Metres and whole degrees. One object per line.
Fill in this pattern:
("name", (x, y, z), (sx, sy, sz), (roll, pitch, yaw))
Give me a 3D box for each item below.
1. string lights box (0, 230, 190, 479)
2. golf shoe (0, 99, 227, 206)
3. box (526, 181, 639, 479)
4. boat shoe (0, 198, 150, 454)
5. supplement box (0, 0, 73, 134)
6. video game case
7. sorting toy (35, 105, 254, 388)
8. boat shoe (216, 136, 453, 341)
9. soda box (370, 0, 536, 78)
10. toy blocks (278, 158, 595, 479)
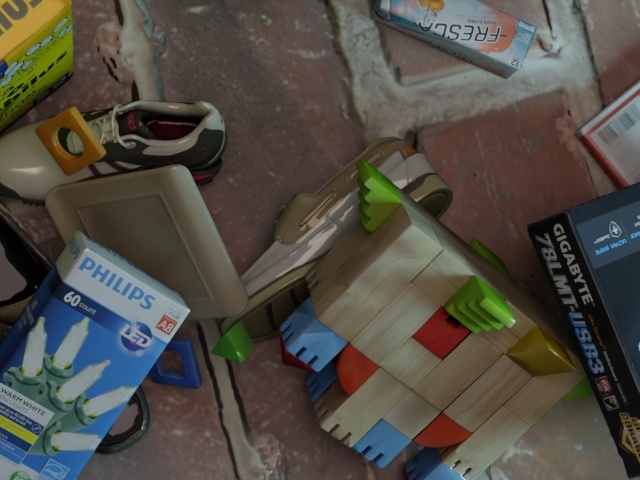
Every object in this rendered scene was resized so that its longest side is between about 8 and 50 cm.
("string lights box", (-0.265, 0.136, 1.762), (0.133, 0.077, 0.259), (33, 95, -20))
("golf shoe", (-0.239, -0.113, 1.873), (0.273, 0.120, 0.105), (-9, 69, -10))
("box", (0.389, 0.078, 1.878), (0.295, 0.073, 0.293), (-18, 84, -43))
("boat shoe", (-0.317, 0.088, 1.841), (0.132, 0.130, 0.355), (-41, 91, -10))
("supplement box", (-0.386, -0.214, 1.749), (0.194, 0.356, 0.195), (-42, 91, -10))
("video game case", (0.467, -0.079, 2.026), (0.204, 0.025, 0.285), (-38, 90, -10))
("sorting toy", (-0.183, 0.003, 1.832), (0.047, 0.196, 0.347), (-48, 121, -48))
("boat shoe", (0.000, 0.000, 1.917), (0.302, 0.113, 0.103), (-34, 65, -5))
("soda box", (0.154, -0.253, 1.979), (0.183, 0.063, 0.058), (23, 81, -5))
("toy blocks", (0.099, 0.129, 1.862), (0.381, 0.191, 0.261), (38, 106, -25))
